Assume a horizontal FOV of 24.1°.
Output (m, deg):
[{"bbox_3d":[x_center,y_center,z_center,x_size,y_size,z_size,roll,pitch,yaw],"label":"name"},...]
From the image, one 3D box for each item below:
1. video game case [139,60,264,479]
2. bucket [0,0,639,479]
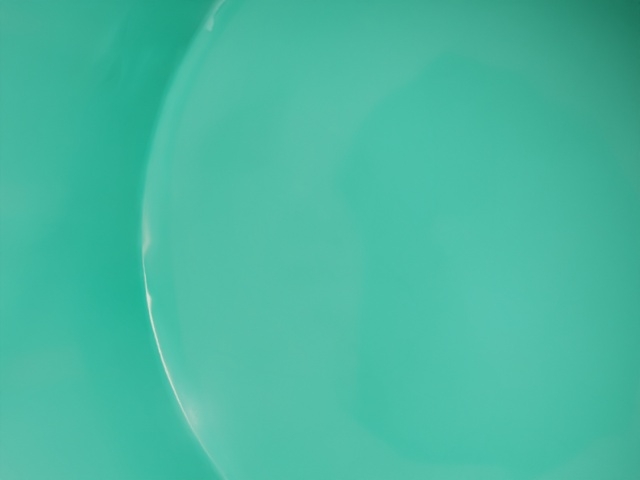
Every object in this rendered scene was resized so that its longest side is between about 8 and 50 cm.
[{"bbox_3d":[-0.115,0.035,0.624,0.269,0.061,0.244,-15,85,42],"label":"video game case"},{"bbox_3d":[0.000,0.000,0.391,0.281,0.183,0.281,0,91,26],"label":"bucket"}]
